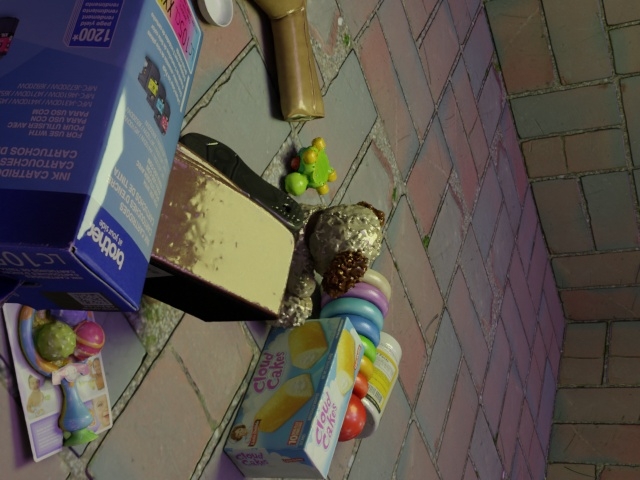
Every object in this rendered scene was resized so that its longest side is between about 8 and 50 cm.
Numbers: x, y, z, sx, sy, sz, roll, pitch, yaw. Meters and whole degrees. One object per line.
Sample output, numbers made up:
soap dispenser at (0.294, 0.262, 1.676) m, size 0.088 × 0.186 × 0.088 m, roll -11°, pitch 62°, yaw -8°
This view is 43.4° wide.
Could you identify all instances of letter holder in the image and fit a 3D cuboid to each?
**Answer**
letter holder at (-0.182, -0.048, 1.009) m, size 0.302 × 0.152 × 0.215 m, roll 31°, pitch 64°, yaw -39°

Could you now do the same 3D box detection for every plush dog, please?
plush dog at (0.000, 0.000, 1.373) m, size 0.211 × 0.225 × 0.262 m, roll 64°, pitch 34°, yaw -34°

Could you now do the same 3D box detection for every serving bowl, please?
serving bowl at (-0.178, -0.391, 1.322) m, size 0.083 × 0.027 × 0.083 m, roll 23°, pitch 64°, yaw -60°

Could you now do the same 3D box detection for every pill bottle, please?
pill bottle at (0.088, 0.282, 1.605) m, size 0.208 × 0.119 × 0.119 m, roll -56°, pitch 133°, yaw -51°

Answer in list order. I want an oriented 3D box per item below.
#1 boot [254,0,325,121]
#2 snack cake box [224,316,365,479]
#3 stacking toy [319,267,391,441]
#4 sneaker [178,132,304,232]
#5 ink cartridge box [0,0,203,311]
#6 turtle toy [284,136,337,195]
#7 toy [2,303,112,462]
boot at (-0.065, -0.358, 1.472) m, size 0.236 × 0.089 × 0.270 m, roll -14°, pitch 99°, yaw -62°
snack cake box at (-0.037, 0.257, 1.332) m, size 0.089 × 0.152 × 0.264 m, roll 61°, pitch 34°, yaw -36°
stacking toy at (0.052, 0.211, 1.484) m, size 0.141 × 0.141 × 0.330 m, roll 57°, pitch 31°, yaw -42°
sneaker at (-0.149, -0.065, 1.263) m, size 0.227 × 0.130 × 0.087 m, roll 38°, pitch 37°, yaw -18°
ink cartridge box at (-0.287, -0.086, 0.762) m, size 0.151 × 0.269 × 0.396 m, roll 66°, pitch 29°, yaw -63°
turtle toy at (-0.024, -0.131, 1.527) m, size 0.130 × 0.066 × 0.095 m, roll -59°, pitch 135°, yaw -49°
toy at (-0.298, 0.127, 0.958) m, size 0.137 × 0.056 × 0.237 m, roll -13°, pitch 96°, yaw -64°
